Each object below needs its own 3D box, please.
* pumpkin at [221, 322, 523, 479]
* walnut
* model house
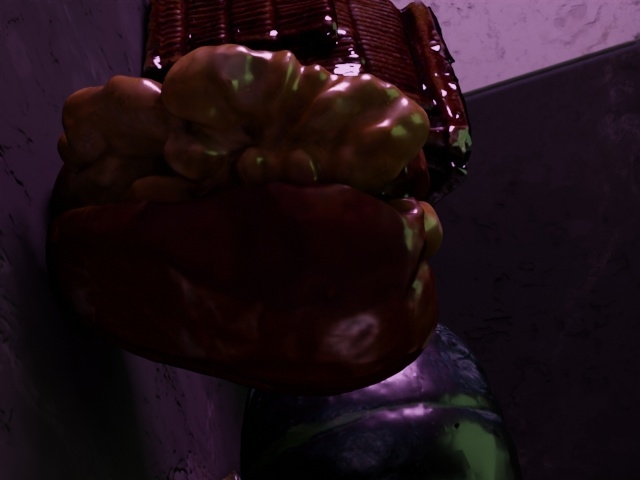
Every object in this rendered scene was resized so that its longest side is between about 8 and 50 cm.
[{"bbox_3d":[0.033,0.210,1.118,0.315,0.238,0.315,173,-90,-83],"label":"pumpkin"},{"bbox_3d":[-0.055,-0.017,0.878,0.244,0.269,0.221,69,23,-53],"label":"walnut"},{"bbox_3d":[-0.049,-0.133,1.371,0.297,0.282,0.317,-55,-150,39],"label":"model house"}]
